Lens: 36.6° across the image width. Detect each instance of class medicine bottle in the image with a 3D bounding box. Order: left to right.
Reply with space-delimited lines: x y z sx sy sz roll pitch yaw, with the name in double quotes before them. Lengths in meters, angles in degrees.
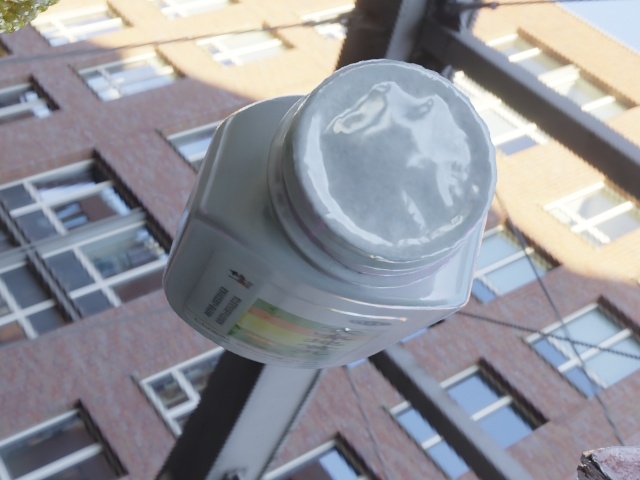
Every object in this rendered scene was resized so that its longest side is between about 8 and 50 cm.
"medicine bottle" 0.000 0.000 0.631 0.324 0.179 0.124 133 -24 -67

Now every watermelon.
"watermelon" 0.401 0.340 1.223 0.207 0.202 0.136 -92 -160 -57

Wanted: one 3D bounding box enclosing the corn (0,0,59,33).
"corn" -0.106 -0.193 0.458 0.244 0.093 0.093 -31 -100 25
